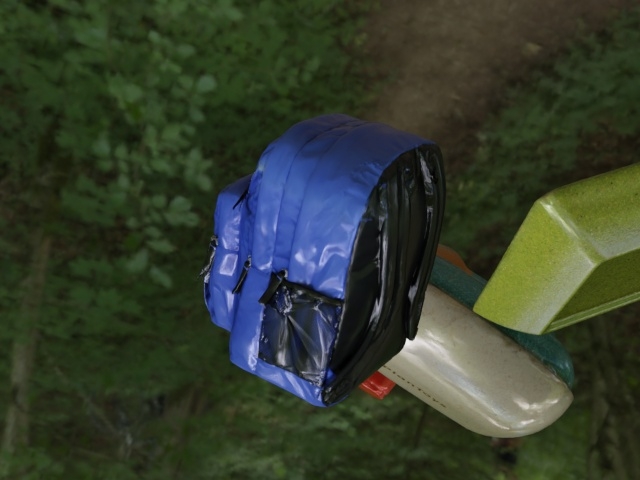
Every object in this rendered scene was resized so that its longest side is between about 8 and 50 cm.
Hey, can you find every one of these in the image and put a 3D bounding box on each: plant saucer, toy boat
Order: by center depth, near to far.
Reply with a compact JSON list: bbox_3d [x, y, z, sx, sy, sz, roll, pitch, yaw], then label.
[{"bbox_3d":[0.217,0.005,0.646,0.188,0.045,0.188,-17,156,-13],"label":"plant saucer"},{"bbox_3d":[0.104,0.078,0.909,0.267,0.148,0.318,35,167,0],"label":"toy boat"}]

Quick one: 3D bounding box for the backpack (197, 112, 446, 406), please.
[{"bbox_3d":[0.000,0.000,0.439,0.101,0.120,0.098,23,-153,18],"label":"backpack"}]
